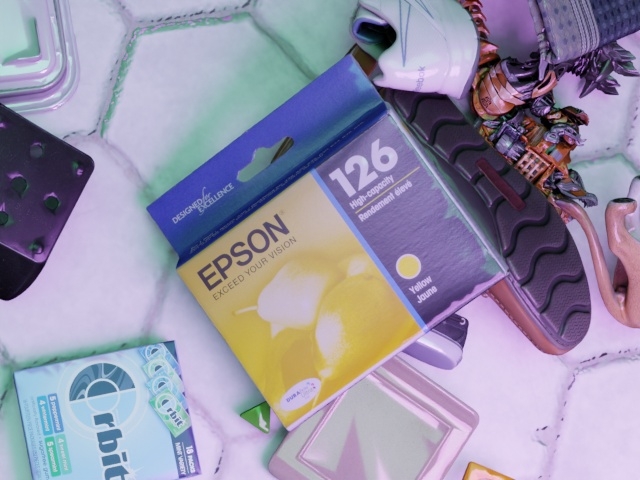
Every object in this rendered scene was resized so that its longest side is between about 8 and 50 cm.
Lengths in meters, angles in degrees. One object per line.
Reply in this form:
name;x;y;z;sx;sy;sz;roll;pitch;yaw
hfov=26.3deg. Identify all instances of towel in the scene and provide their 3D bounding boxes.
towel;0.287;-0.383;1.568;0.312;0.056;0.324;-27;101;-44

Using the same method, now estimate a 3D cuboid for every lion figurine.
lion figurine;0.471;0.043;1.672;0.392;0.142;0.240;-2;108;-6

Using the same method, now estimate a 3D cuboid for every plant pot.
plant pot;-0.349;-0.057;1.473;0.188;0.167;0.187;32;74;-24

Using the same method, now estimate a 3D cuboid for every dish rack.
dish rack;-0.437;-0.304;1.577;0.285;0.072;0.333;-8;81;-13

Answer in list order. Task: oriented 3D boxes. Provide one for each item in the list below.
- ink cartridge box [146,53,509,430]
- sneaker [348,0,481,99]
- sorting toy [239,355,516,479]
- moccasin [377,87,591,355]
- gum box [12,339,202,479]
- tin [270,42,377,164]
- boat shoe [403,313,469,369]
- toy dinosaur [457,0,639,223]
ink cartridge box;0.000;0.000;1.527;0.303;0.072;0.307;-37;88;8
sneaker;0.091;-0.287;1.616;0.129;0.111;0.297;-2;46;-17
sorting toy;0.063;0.237;1.598;0.347;0.047;0.196;35;81;-1
moccasin;0.175;-0.019;1.629;0.380;0.147;0.139;47;54;3
gum box;-0.239;0.207;1.538;0.184;0.041;0.157;-10;82;-15
tin;0.007;-0.156;1.628;0.040;0.106;0.190;37;75;-12
boat shoe;0.077;0.069;1.617;0.228;0.080;0.076;28;67;-6
toy dinosaur;0.259;-0.185;1.674;0.218;0.164;0.322;-29;109;0
